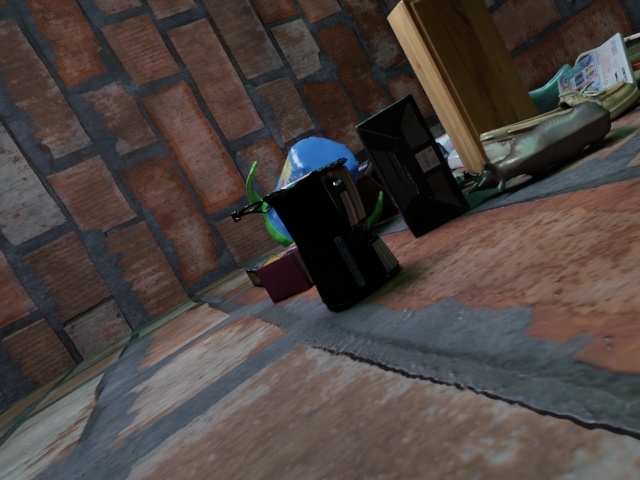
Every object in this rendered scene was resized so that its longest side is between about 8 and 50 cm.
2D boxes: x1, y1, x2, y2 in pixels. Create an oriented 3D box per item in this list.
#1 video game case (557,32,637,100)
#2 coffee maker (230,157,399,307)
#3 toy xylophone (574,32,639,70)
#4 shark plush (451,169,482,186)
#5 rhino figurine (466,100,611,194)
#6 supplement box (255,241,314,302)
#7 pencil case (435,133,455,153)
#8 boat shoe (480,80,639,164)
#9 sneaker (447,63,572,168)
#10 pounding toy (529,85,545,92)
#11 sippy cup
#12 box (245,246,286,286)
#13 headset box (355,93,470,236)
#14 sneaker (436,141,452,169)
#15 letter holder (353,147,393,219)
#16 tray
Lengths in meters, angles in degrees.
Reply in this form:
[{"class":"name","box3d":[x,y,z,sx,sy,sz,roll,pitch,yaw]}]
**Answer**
[{"class":"video game case","box3d":[0.578,-0.335,0.890,0.143,0.019,0.157,-41,32,55]},{"class":"coffee maker","box3d":[0.000,0.000,0.595,0.171,0.178,0.120,-26,4,13]},{"class":"toy xylophone","box3d":[0.730,-0.418,0.923,0.236,0.081,0.323,-14,12,9]},{"class":"shark plush","box3d":[0.310,-0.143,0.962,0.067,0.073,0.161,1,-15,-27]},{"class":"rhino figurine","box3d":[0.340,-0.141,0.672,0.243,0.073,0.106,-30,2,8]},{"class":"supplement box","box3d":[-0.036,0.043,0.897,0.104,0.081,0.188,-26,7,34]},{"class":"pencil case","box3d":[0.542,-0.380,1.577,0.273,0.114,0.124,-28,-4,15]},{"class":"boat shoe","box3d":[0.455,-0.233,0.806,0.285,0.089,0.104,-28,5,9]},{"class":"sneaker","box3d":[0.490,-0.320,1.096,0.365,0.150,0.135,-26,5,23]},{"class":"pounding toy","box3d":[0.712,-0.441,1.414,0.205,0.094,0.181,-20,1,5]},{"class":"sippy cup","box3d":[-0.011,-0.121,1.043,0.305,0.240,0.224,-14,-39,-28]},{"class":"box","box3d":[-0.080,0.043,1.245,0.270,0.060,0.216,-32,7,-19]},{"class":"headset box","box3d":[0.170,-0.146,0.837,0.110,0.218,0.293,-28,7,11]},{"class":"sneaker","box3d":[0.369,-0.263,1.458,0.101,0.106,0.267,-33,5,-19]},{"class":"letter holder","box3d":[0.143,-0.131,1.242,0.301,0.214,0.152,-23,35,55]},{"class":"tray","box3d":[0.339,-0.368,0.947,0.202,0.411,0.076,-31,5,-18]}]
